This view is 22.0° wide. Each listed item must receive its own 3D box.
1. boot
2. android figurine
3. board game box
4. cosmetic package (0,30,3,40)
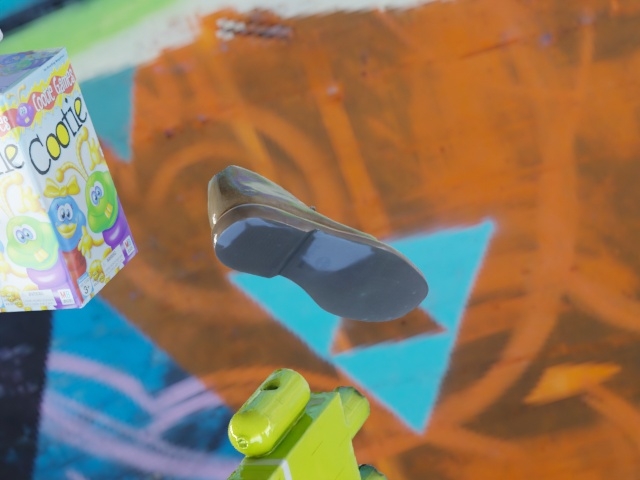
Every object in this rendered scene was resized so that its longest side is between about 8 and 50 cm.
[{"bbox_3d":[0.000,0.000,1.844,0.112,0.305,0.115,-46,-139,23],"label":"boot"},{"bbox_3d":[-0.019,0.242,1.408,0.056,0.248,0.273,-3,-156,28],"label":"android figurine"},{"bbox_3d":[-0.347,-0.070,1.949,0.142,0.275,0.144,-4,-153,28],"label":"board game box"},{"bbox_3d":[-0.450,-0.240,1.616,0.138,0.224,0.224,-14,-156,19],"label":"cosmetic package"}]
